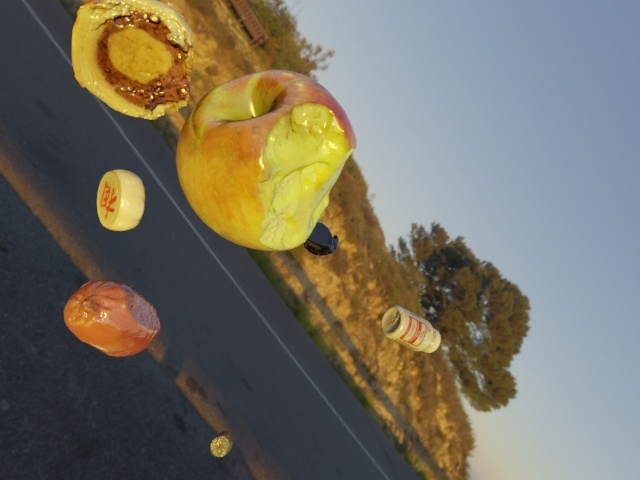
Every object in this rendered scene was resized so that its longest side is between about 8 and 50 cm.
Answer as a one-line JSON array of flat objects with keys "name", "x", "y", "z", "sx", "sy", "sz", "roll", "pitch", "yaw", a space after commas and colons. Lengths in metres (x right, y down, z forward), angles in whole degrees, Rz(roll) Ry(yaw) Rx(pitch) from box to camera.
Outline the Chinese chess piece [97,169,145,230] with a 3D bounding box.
[{"name": "Chinese chess piece", "x": -0.396, "y": -0.080, "z": 0.882, "sx": 0.051, "sy": 0.122, "sz": 0.122, "roll": 5, "pitch": 43, "yaw": -48}]

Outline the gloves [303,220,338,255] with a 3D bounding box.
[{"name": "gloves", "x": 0.000, "y": 0.000, "z": 1.596, "sx": 0.164, "sy": 0.124, "sz": 0.203, "roll": 46, "pitch": -12, "yaw": 24}]

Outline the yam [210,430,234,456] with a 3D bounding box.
[{"name": "yam", "x": -0.204, "y": 0.424, "z": 0.932, "sx": 0.043, "sy": 0.043, "sz": 0.094, "roll": 56, "pitch": -16, "yaw": 11}]

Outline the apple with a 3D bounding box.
[{"name": "apple", "x": -0.066, "y": -0.101, "z": 0.621, "sx": 0.246, "sy": 0.246, "sz": 0.226, "roll": 56, "pitch": -10, "yaw": 42}]

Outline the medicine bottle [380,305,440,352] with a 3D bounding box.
[{"name": "medicine bottle", "x": 0.217, "y": 0.216, "z": 1.061, "sx": 0.140, "sy": 0.079, "sz": 0.079, "roll": 30, "pitch": 13, "yaw": -27}]

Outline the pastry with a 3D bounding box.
[{"name": "pastry", "x": -0.406, "y": -0.417, "z": 0.991, "sx": 0.256, "sy": 0.237, "sz": 0.170, "roll": 114, "pitch": -25, "yaw": -43}]

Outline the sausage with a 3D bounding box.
[{"name": "sausage", "x": -0.433, "y": 0.167, "z": 0.952, "sx": 0.148, "sy": 0.148, "sz": 0.254, "roll": 56, "pitch": -6, "yaw": 23}]
